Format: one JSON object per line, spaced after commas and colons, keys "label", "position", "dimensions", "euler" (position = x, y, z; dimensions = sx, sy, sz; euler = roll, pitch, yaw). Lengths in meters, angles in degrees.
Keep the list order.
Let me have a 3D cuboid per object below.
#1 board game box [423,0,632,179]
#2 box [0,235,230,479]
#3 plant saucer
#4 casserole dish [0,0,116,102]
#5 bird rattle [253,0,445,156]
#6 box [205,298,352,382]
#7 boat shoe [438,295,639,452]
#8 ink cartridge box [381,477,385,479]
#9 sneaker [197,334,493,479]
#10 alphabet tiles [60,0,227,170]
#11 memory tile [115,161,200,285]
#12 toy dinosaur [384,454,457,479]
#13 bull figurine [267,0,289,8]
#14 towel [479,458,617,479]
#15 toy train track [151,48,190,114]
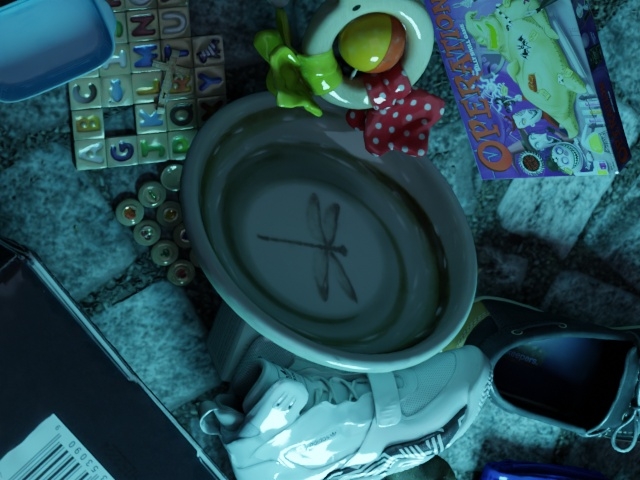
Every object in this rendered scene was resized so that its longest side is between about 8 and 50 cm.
{"label": "board game box", "position": [0.250, -0.239, 1.849], "dimensions": [0.056, 0.208, 0.347], "euler": [-42, 121, -39]}
{"label": "box", "position": [-0.357, 0.234, 1.673], "dimensions": [0.297, 0.472, 0.480], "euler": [-43, 115, -13]}
{"label": "plant saucer", "position": [0.000, 0.000, 1.813], "dimensions": [0.400, 0.400, 0.100], "euler": [18, 141, -20]}
{"label": "casserole dish", "position": [-0.336, -0.241, 1.762], "dimensions": [0.188, 0.037, 0.114], "euler": [-23, 112, -1]}
{"label": "bird rattle", "position": [0.055, -0.209, 1.761], "dimensions": [0.253, 0.143, 0.207], "euler": [19, 120, -22]}
{"label": "box", "position": [-0.032, 0.104, 1.931], "dimensions": [0.181, 0.119, 0.182], "euler": [16, 105, -20]}
{"label": "boat shoe", "position": [0.405, 0.201, 2.067], "dimensions": [0.500, 0.156, 0.187], "euler": [16, 103, -21]}
{"label": "ink cartridge box", "position": [-0.006, 0.458, 2.025], "dimensions": [0.198, 0.197, 0.270], "euler": [-2, 110, -15]}
{"label": "sneaker", "position": [0.029, 0.199, 1.840], "dimensions": [0.366, 0.137, 0.210], "euler": [-31, 120, 3]}
{"label": "alphabet tiles", "position": [-0.216, -0.210, 1.828], "dimensions": [0.198, 0.009, 0.237], "euler": [-7, 112, -12]}
{"label": "memory tile", "position": [-0.185, -0.021, 1.903], "dimensions": [0.113, 0.012, 0.148], "euler": [-38, 114, 0]}
{"label": "toy dinosaur", "position": [0.123, 0.298, 2.001], "dimensions": [0.160, 0.313, 0.121], "euler": [18, 133, -43]}
{"label": "bull figurine", "position": [0.051, -0.378, 1.756], "dimensions": [0.310, 0.101, 0.188], "euler": [-2, 104, 9]}
{"label": "towel", "position": [0.305, 0.475, 2.187], "dimensions": [0.228, 0.076, 0.308], "euler": [11, 104, -15]}
{"label": "toy train track", "position": [-0.190, -0.197, 1.827], "dimensions": [0.048, 0.014, 0.083], "euler": [11, 107, -18]}
